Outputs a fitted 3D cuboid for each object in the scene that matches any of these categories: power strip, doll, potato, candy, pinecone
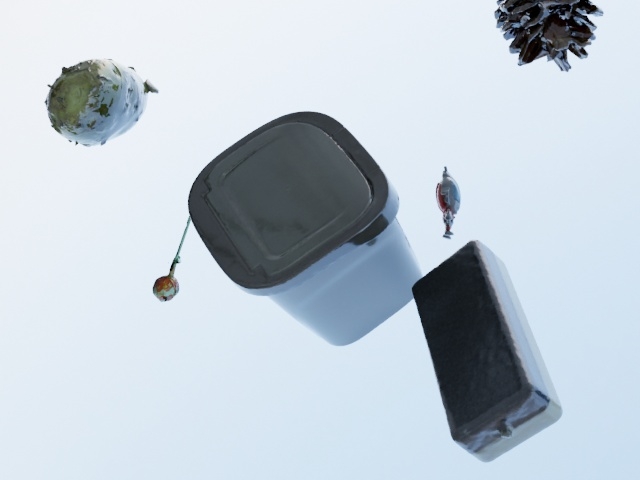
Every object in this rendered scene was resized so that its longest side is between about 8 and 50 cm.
[{"bbox_3d":[0.173,0.116,0.945,0.105,0.070,0.256,-40,-150,23],"label":"power strip"},{"bbox_3d":[0.194,-0.060,1.329,0.039,0.057,0.114,-8,-106,35],"label":"doll"},{"bbox_3d":[-0.284,-0.182,1.151,0.117,0.090,0.225,-55,177,15],"label":"potato"},{"bbox_3d":[-0.274,0.035,1.674,0.055,0.049,0.184,-68,180,-74],"label":"candy"},{"bbox_3d":[0.353,-0.374,1.379,0.179,0.184,0.204,-32,133,-77],"label":"pinecone"}]

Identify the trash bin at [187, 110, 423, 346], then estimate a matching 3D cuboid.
[{"bbox_3d":[0.000,0.000,1.109,0.219,0.250,0.220,-36,-127,2],"label":"trash bin"}]
